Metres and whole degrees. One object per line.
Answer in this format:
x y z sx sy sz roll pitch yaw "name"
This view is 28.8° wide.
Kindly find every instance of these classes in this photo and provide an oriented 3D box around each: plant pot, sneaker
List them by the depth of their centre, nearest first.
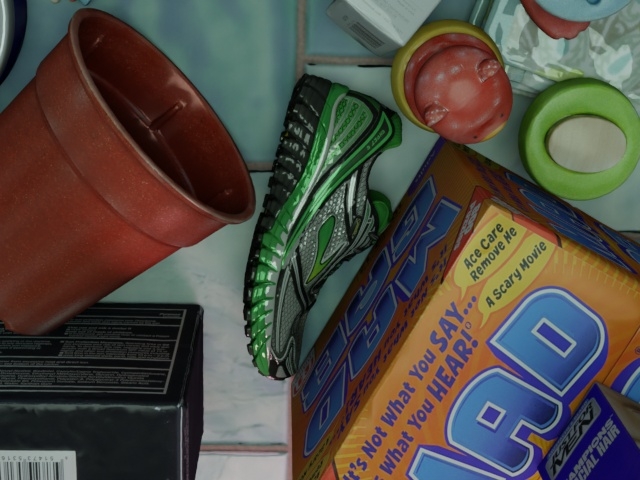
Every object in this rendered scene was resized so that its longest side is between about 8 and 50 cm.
-0.254 -0.053 1.304 0.265 0.272 0.272 -37 103 16 "plant pot"
0.000 0.000 1.376 0.146 0.134 0.344 15 104 -6 "sneaker"

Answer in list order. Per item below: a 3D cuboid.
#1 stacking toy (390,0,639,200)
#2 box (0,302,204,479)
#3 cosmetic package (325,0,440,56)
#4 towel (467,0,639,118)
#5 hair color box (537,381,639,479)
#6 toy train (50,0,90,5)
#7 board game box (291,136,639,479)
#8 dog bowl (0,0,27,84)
0.255 -0.181 1.244 0.279 0.130 0.309 36 101 -11 "stacking toy"
-0.279 0.194 1.339 0.296 0.294 0.183 1 107 -1 "box"
0.113 -0.305 1.281 0.085 0.117 0.231 38 86 -10 "cosmetic package"
0.357 -0.300 1.329 0.320 0.090 0.375 19 104 -9 "towel"
0.302 0.250 0.971 0.185 0.339 0.110 29 101 -9 "hair color box"
-0.284 -0.336 1.325 0.125 0.046 0.166 -41 102 9 "toy train"
0.208 0.153 1.304 0.356 0.356 0.356 29 102 -8 "board game box"
-0.450 -0.244 1.316 0.264 0.104 0.265 0 105 -1 "dog bowl"
